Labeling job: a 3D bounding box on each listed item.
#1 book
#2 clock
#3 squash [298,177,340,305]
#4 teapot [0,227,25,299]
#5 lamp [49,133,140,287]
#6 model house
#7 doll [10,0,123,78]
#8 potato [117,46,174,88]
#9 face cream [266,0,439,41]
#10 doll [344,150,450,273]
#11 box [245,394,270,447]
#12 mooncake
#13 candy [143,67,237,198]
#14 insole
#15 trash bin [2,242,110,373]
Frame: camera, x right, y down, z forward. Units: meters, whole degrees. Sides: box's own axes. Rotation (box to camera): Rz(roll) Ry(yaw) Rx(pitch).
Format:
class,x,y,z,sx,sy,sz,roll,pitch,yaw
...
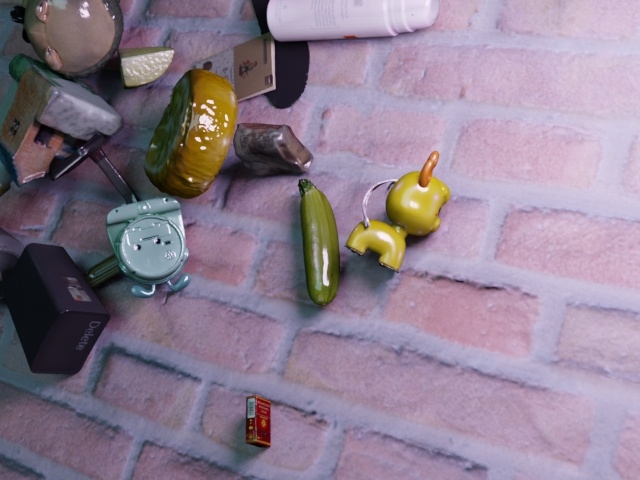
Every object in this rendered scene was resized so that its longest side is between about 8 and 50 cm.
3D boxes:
class,x,y,z,sx,sy,sz,roll,pitch,yaw
book,-0.181,-0.347,1.882,0.199,0.016,0.138,-16,64,27
clock,-0.327,0.014,1.751,0.148,0.060,0.188,-16,85,-18
squash,0.000,0.000,1.618,0.066,0.066,0.252,-16,64,22
teapot,-0.750,0.003,1.961,0.225,0.171,0.203,45,139,40
lamp,-0.469,-0.055,1.863,0.203,0.124,0.283,-32,90,19
model house,-0.627,-0.207,1.982,0.267,0.194,0.325,41,101,44
doll,-0.566,-0.505,2.018,0.247,0.247,0.349,-36,31,11
potato,-0.386,-0.387,2.003,0.120,0.081,0.149,-10,22,-12
face cream,0.065,-0.443,1.743,0.346,0.102,0.102,5,73,28
doll,0.143,-0.055,1.534,0.135,0.143,0.220,30,92,6
box,-0.108,0.314,1.557,0.023,0.051,0.082,-13,64,25
mooncake,-0.090,-0.178,1.703,0.125,0.130,0.073,0,67,26
candy,-0.254,-0.210,1.761,0.260,0.118,0.259,-37,46,51
insole,-0.087,-0.422,1.875,0.119,0.009,0.348,-22,61,18
trash bin,-0.543,0.133,1.819,0.225,0.115,0.165,50,117,38
